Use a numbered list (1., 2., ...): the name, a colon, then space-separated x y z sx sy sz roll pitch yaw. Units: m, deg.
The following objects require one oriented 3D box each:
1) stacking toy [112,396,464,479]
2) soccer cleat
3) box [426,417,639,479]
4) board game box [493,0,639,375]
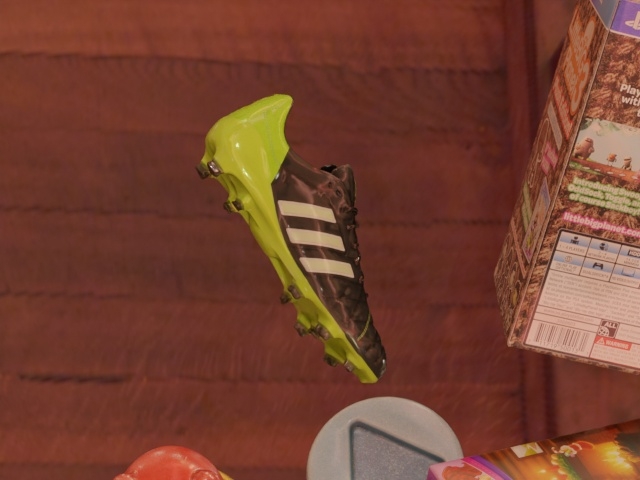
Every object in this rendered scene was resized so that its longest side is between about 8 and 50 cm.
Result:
1. stacking toy: -0.012 0.270 1.218 0.308 0.130 0.280 -13 59 -1
2. soccer cleat: 0.000 0.000 0.859 0.072 0.060 0.179 -35 105 -16
3. box: 0.213 0.230 0.896 0.200 0.057 0.293 -9 38 -24
4. board game box: 0.288 -0.047 1.177 0.232 0.141 0.291 13 113 -5
